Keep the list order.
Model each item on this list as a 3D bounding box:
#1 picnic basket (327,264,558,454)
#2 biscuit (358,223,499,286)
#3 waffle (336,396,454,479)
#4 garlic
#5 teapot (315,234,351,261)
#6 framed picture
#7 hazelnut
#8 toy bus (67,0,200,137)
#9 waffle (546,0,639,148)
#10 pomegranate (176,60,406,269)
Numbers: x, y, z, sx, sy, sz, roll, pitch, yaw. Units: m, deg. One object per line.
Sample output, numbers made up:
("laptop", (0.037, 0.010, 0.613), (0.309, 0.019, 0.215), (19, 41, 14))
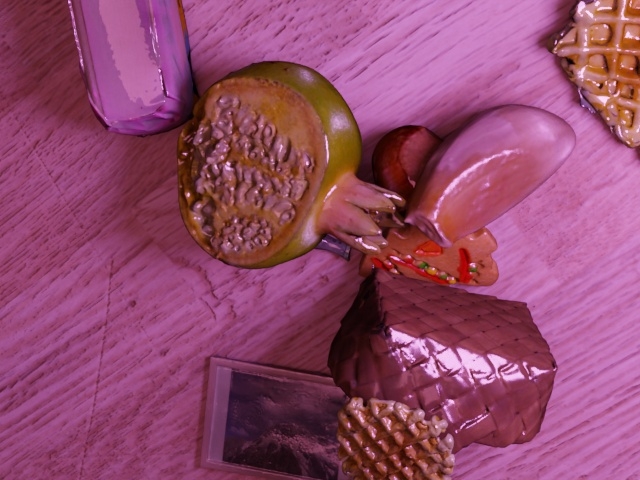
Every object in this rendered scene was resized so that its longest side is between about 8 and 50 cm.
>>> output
("picnic basket", (0.163, 0.242, 1.560), (0.337, 0.293, 0.337), (0, 112, -1))
("biscuit", (0.158, 0.027, 1.591), (0.238, 0.041, 0.212), (-17, 141, 32))
("waffle", (0.102, 0.292, 1.423), (0.169, 0.036, 0.184), (10, 126, 19))
("garlic", (0.244, -0.111, 1.495), (0.318, 0.112, 0.143), (-38, 84, -18))
("teapot", (0.000, 0.000, 1.663), (0.110, 0.043, 0.043), (20, 105, 1))
("framed picture", (-0.061, 0.312, 1.750), (0.281, 0.019, 0.209), (7, 103, 8))
("hazelnut", (0.143, -0.098, 1.575), (0.143, 0.143, 0.154), (-36, 87, 15))
("toy bus", (-0.302, -0.344, 1.576), (0.171, 0.162, 0.387), (-8, 101, 10))
("waffle", (0.509, -0.277, 1.498), (0.297, 0.073, 0.317), (-39, 100, 21))
("pomegranate", (-0.032, -0.096, 1.544), (0.358, 0.216, 0.310), (27, 104, 15))
